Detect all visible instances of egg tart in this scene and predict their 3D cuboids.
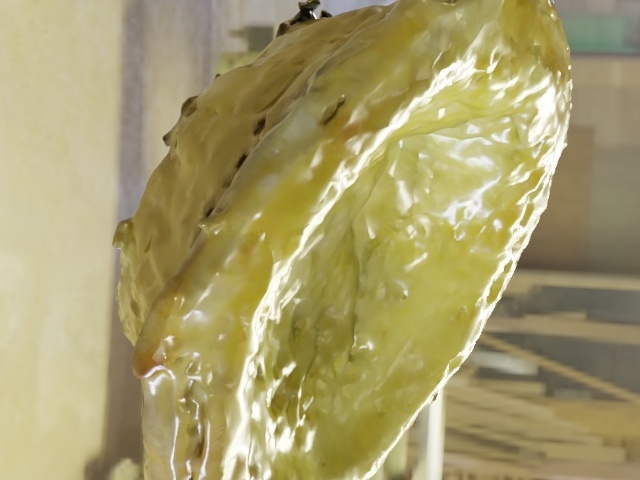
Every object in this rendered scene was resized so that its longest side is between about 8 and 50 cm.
[{"bbox_3d":[0.000,0.000,0.671,0.315,0.120,0.315,-44,151,-32],"label":"egg tart"}]
